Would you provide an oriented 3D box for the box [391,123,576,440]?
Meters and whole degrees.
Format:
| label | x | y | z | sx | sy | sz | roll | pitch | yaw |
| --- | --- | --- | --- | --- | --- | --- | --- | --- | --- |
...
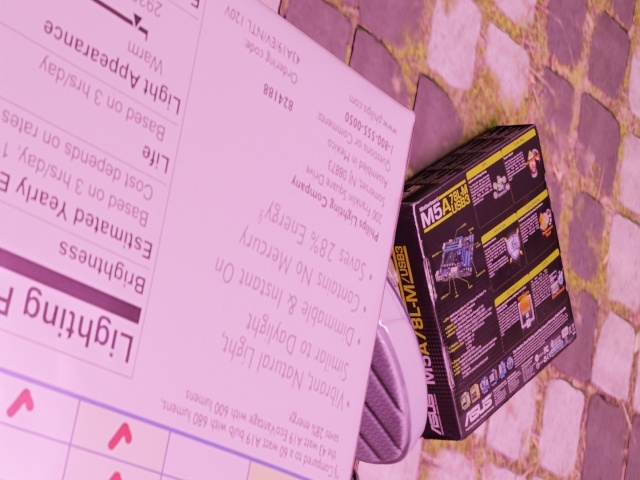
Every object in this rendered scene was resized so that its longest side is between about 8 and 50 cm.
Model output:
| label | x | y | z | sx | sy | sz | roll | pitch | yaw |
| --- | --- | --- | --- | --- | --- | --- | --- | --- | --- |
| box | 0.119 | 0.027 | 1.231 | 0.191 | 0.045 | 0.184 | -33 | 114 | -49 |

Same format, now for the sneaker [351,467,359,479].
| label | x | y | z | sx | sy | sz | roll | pitch | yaw |
| --- | --- | --- | --- | --- | --- | --- | --- | --- | --- |
| sneaker | -0.023 | 0.109 | 0.983 | 0.130 | 0.087 | 0.227 | 0 | 101 | -59 |

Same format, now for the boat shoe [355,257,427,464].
| label | x | y | z | sx | sy | sz | roll | pitch | yaw |
| --- | --- | --- | --- | --- | --- | --- | --- | --- | --- |
| boat shoe | 0.000 | 0.000 | 1.014 | 0.094 | 0.109 | 0.302 | -50 | 125 | -45 |

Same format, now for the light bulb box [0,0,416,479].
| label | x | y | z | sx | sy | sz | roll | pitch | yaw |
| --- | --- | --- | --- | --- | --- | --- | --- | --- | --- |
| light bulb box | -0.165 | 0.053 | 0.679 | 0.358 | 0.225 | 0.361 | 30 | 66 | -51 |
